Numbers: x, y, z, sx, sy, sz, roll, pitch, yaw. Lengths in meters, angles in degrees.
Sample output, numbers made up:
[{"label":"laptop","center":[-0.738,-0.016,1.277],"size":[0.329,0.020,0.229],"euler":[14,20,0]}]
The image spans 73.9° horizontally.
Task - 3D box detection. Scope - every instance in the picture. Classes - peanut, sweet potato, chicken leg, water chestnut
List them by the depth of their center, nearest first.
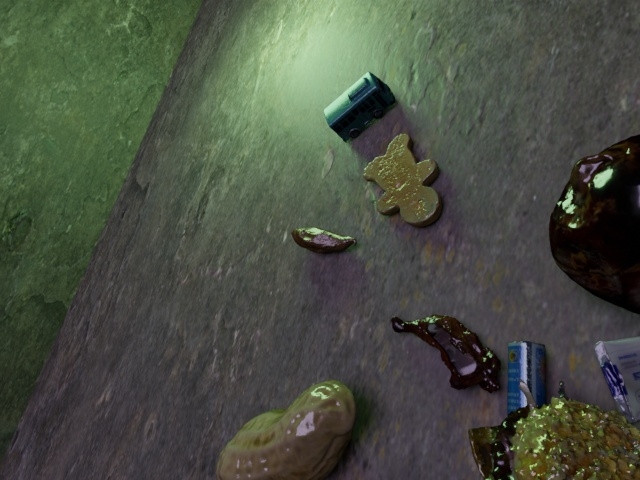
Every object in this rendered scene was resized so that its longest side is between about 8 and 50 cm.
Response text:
[{"label":"water chestnut","center":[0.408,-0.018,0.514],"size":[0.223,0.237,0.224],"euler":[-169,90,-84]},{"label":"chicken leg","center":[0.203,0.169,0.693],"size":[0.090,0.048,0.219],"euler":[-53,43,3]},{"label":"peanut","center":[-0.057,0.365,0.768],"size":[0.325,0.140,0.153],"euler":[-41,29,16]},{"label":"sweet potato","center":[0.000,0.000,0.966],"size":[0.205,0.068,0.060],"euler":[5,96,39]}]

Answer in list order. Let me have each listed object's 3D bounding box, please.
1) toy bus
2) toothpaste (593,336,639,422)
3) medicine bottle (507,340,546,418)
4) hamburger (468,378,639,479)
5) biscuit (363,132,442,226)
[{"label":"toy bus","center":[0.092,-0.327,1.035],"size":[0.160,0.091,0.079],"euler":[-34,50,25]},{"label":"toothpaste","center":[0.483,0.119,0.453],"size":[0.323,0.066,0.100],"euler":[-28,56,35]},{"label":"medicine bottle","center":[0.282,0.236,0.582],"size":[0.051,0.051,0.191],"euler":[-7,64,41]},{"label":"hamburger","center":[0.285,0.265,0.436],"size":[0.139,0.243,0.262],"euler":[-61,39,35]},{"label":"biscuit","center":[0.176,-0.117,0.888],"size":[0.153,0.030,0.234],"euler":[-44,45,18]}]
